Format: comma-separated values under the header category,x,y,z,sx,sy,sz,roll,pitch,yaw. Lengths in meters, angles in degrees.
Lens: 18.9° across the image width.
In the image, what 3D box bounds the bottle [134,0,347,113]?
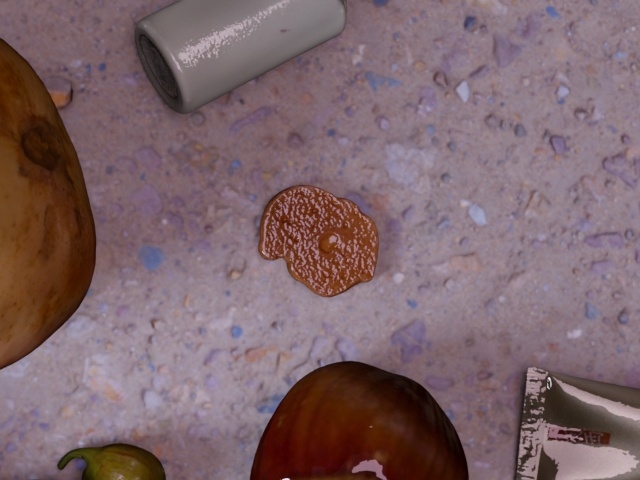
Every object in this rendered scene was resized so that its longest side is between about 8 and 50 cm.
category,x,y,z,sx,sy,sz,roll,pitch,yaw
bottle,-0.056,-0.221,1.895,0.245,0.104,0.104,-29,94,-17

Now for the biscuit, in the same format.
category,x,y,z,sx,sy,sz,roll,pitch,yaw
biscuit,0.000,0.000,1.938,0.130,0.019,0.102,28,78,-13

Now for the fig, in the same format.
category,x,y,z,sx,sy,sz,roll,pitch,yaw
fig,-0.196,0.226,1.833,0.098,0.082,0.084,48,119,4

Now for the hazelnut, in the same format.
category,x,y,z,sx,sy,sz,roll,pitch,yaw
hazelnut,0.041,0.223,1.866,0.212,0.181,0.181,36,105,-10

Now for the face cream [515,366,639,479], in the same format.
category,x,y,z,sx,sy,sz,roll,pitch,yaw
face cream,0.372,0.213,2.010,0.341,0.084,0.137,5,93,-10

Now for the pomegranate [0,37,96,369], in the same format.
category,x,y,z,sx,sy,sz,roll,pitch,yaw
pomegranate,-0.370,-0.026,1.686,0.338,0.338,0.338,1,85,-17

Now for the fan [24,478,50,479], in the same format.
category,x,y,z,sx,sy,sz,roll,pitch,yaw
fan,-0.316,0.270,1.783,0.244,0.074,0.130,19,112,-5
